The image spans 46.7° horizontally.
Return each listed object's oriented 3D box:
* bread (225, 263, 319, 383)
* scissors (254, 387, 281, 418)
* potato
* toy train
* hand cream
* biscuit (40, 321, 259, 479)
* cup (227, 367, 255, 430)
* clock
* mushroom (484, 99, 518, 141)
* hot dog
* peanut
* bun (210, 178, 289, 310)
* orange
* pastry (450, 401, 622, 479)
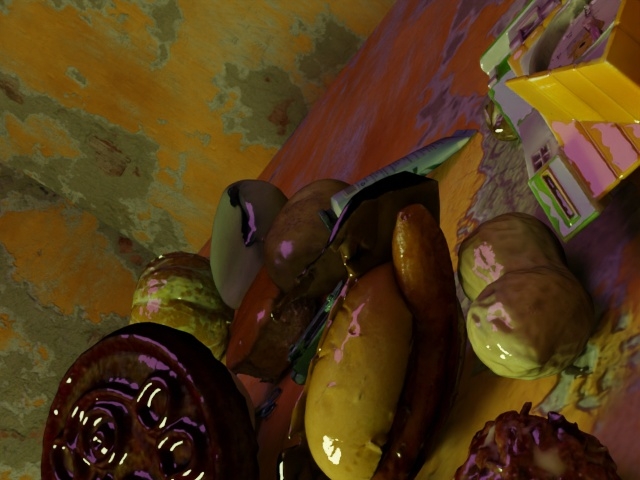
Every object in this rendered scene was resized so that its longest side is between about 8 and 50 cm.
[{"bbox_3d":[-0.087,0.136,1.327,0.174,0.121,0.246,-49,17,27],"label":"bread"},{"bbox_3d":[-0.104,0.289,1.251,0.119,0.014,0.058,-41,18,40],"label":"scissors"},{"bbox_3d":[-0.002,0.000,1.259,0.228,0.197,0.149,-107,6,-59],"label":"potato"},{"bbox_3d":[0.012,0.134,1.090,0.172,0.070,0.099,-55,3,7],"label":"toy train"},{"bbox_3d":[0.119,-0.099,1.154,0.271,0.058,0.091,-33,10,-4],"label":"hand cream"},{"bbox_3d":[-0.259,0.321,1.046,0.407,0.091,0.408,-7,78,36],"label":"biscuit"},{"bbox_3d":[-0.257,0.312,1.282,0.273,0.208,0.288,-42,35,45],"label":"cup"},{"bbox_3d":[0.262,-0.149,0.624,0.235,0.166,0.310,-49,17,32],"label":"clock"},{"bbox_3d":[0.280,-0.209,0.958,0.187,0.061,0.060,-52,8,0],"label":"mushroom"},{"bbox_3d":[0.061,0.111,0.674,0.107,0.194,0.326,21,113,46],"label":"hot dog"},{"bbox_3d":[0.171,0.043,0.630,0.103,0.098,0.229,-8,22,8],"label":"peanut"},{"bbox_3d":[-0.121,0.013,1.622,0.293,0.187,0.293,-175,90,-65],"label":"bun"},{"bbox_3d":[-0.332,0.188,1.767,0.329,0.249,0.330,-171,90,-85],"label":"orange"},{"bbox_3d":[0.113,0.210,0.474,0.209,0.097,0.115,-61,3,-11],"label":"pastry"}]
